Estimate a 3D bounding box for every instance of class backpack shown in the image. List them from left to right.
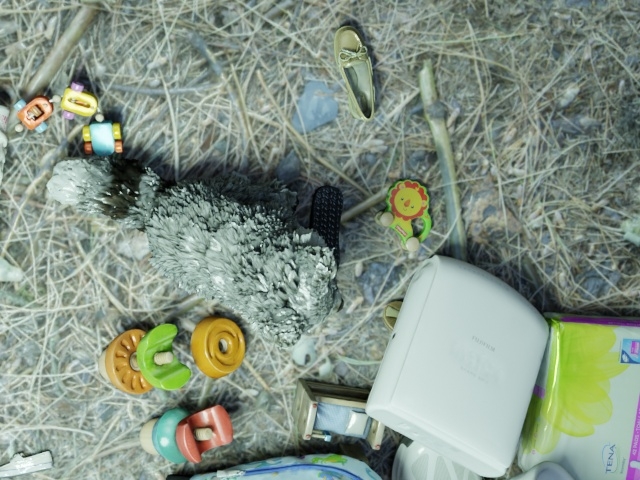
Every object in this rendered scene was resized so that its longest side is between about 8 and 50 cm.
[{"bbox_3d":[-0.051,0.476,1.835,0.356,0.273,0.290,-17,102,3],"label":"backpack"}]

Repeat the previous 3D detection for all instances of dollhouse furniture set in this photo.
[{"bbox_3d":[0.018,0.340,1.920,0.129,0.129,0.183,10,98,-12],"label":"dollhouse furniture set"}]

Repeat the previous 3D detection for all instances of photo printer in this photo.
[{"bbox_3d":[0.231,0.190,1.890,0.256,0.107,0.307,31,63,-16],"label":"photo printer"}]

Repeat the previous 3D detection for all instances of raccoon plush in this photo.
[{"bbox_3d":[-0.179,0.027,1.723,0.446,0.299,0.216,6,106,-16],"label":"raccoon plush"}]

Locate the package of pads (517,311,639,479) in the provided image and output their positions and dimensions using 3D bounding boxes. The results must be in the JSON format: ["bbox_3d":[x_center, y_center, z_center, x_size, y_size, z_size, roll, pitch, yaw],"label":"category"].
[{"bbox_3d":[0.466,0.274,2.006,0.229,0.101,0.296,4,99,-11],"label":"package of pads"}]

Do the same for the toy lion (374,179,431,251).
[{"bbox_3d":[0.144,-0.046,1.926,0.100,0.034,0.096,44,83,-15],"label":"toy lion"}]

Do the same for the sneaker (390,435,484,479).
[{"bbox_3d":[0.242,0.536,1.931,0.169,0.257,0.447,-12,102,-8],"label":"sneaker"}]

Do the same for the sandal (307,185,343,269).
[{"bbox_3d":[0.000,0.000,1.907,0.067,0.040,0.179,13,83,-18],"label":"sandal"}]

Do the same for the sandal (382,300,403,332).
[{"bbox_3d":[0.170,0.176,1.959,0.180,0.049,0.072,45,62,0],"label":"sandal"}]

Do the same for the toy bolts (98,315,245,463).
[{"bbox_3d":[-0.233,0.238,1.880,0.218,0.158,0.228,-18,94,-48],"label":"toy bolts"}]

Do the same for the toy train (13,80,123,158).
[{"bbox_3d":[-0.380,-0.178,1.799,0.125,0.046,0.166,-40,110,14],"label":"toy train"}]

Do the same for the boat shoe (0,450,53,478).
[{"bbox_3d":[-0.481,0.359,1.883,0.100,0.035,0.035,-11,75,-4],"label":"boat shoe"}]

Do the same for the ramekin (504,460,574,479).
[{"bbox_3d":[0.347,0.506,1.881,0.135,0.277,0.277,-24,106,28],"label":"ramekin"}]

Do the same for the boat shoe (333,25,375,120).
[{"bbox_3d":[0.058,-0.265,1.859,0.056,0.048,0.153,-11,102,-9],"label":"boat shoe"}]

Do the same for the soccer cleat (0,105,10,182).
[{"bbox_3d":[-0.516,-0.124,1.743,0.143,0.116,0.331,-18,103,-7],"label":"soccer cleat"}]
